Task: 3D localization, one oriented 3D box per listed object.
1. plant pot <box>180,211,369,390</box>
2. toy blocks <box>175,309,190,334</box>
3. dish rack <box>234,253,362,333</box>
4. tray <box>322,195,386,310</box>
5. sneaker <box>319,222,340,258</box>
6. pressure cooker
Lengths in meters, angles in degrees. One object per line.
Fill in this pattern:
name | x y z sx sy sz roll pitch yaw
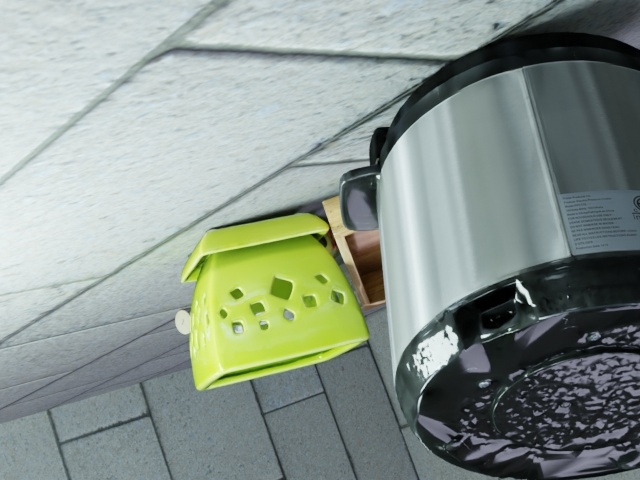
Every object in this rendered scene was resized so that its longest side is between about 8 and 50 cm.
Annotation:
plant pot | -0.085 0.088 1.418 0.228 0.207 0.227 -12 169 -19
toy blocks | -0.219 0.152 2.060 0.123 0.054 0.148 -27 169 40
dish rack | 0.001 0.065 1.726 0.332 0.072 0.285 -26 -164 32
tray | 0.225 -0.046 1.411 0.410 0.076 0.203 -20 141 3
sneaker | 0.000 0.000 1.584 0.094 0.082 0.208 -25 179 -9
pressure cooker | 0.247 -0.007 1.007 0.369 0.421 0.375 25 134 -31
